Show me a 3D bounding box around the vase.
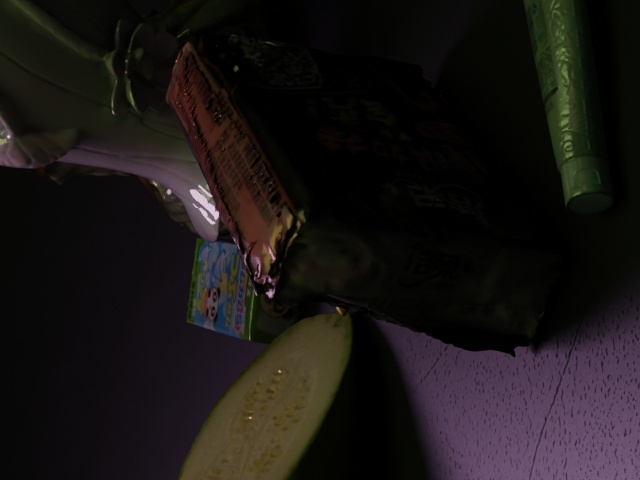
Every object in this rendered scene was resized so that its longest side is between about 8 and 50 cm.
[{"bbox_3d":[-0.250,-0.167,1.733,0.250,0.445,0.250,-62,7,14],"label":"vase"}]

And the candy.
[{"bbox_3d":[-0.076,0.050,1.852,0.194,0.062,0.097,-172,90,-66],"label":"candy"}]

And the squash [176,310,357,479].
[{"bbox_3d":[-0.061,0.189,1.609,0.189,0.189,0.261,161,111,-65],"label":"squash"}]

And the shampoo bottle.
[{"bbox_3d":[0.183,-0.111,1.314,0.069,0.041,0.191,121,148,-59],"label":"shampoo bottle"}]

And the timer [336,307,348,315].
[{"bbox_3d":[0.000,0.000,1.649,0.152,0.132,0.132,58,141,23],"label":"timer"}]

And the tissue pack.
[{"bbox_3d":[0.022,-0.045,1.415,0.332,0.245,0.123,-120,44,-54],"label":"tissue pack"}]

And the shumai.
[{"bbox_3d":[-0.199,-0.170,1.953,0.309,0.263,0.304,-138,56,-63],"label":"shumai"}]
